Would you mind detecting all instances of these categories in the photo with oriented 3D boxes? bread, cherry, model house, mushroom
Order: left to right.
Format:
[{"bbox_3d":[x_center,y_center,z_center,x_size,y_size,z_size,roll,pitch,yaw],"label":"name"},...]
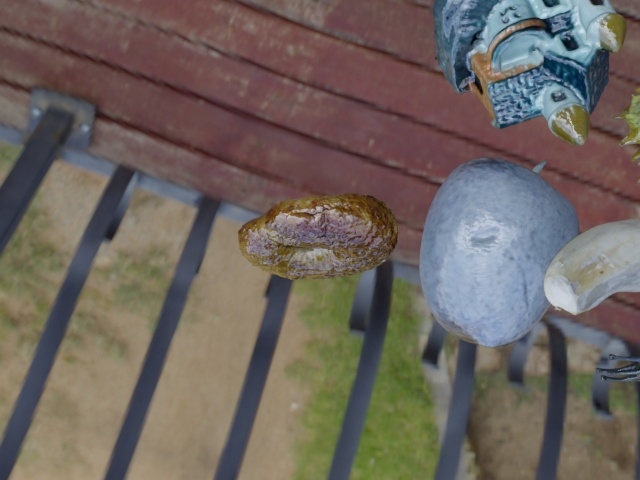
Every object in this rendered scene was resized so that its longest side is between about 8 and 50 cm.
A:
[{"bbox_3d":[0.000,0.000,1.480,0.193,0.063,0.193,-5,162,-2],"label":"bread"},{"bbox_3d":[0.256,0.009,1.894,0.218,0.296,0.255,16,162,15],"label":"cherry"},{"bbox_3d":[0.326,-0.260,1.891,0.253,0.291,0.184,-19,144,-5],"label":"model house"},{"bbox_3d":[0.438,0.026,1.682,0.351,0.122,0.095,-6,154,-22],"label":"mushroom"}]

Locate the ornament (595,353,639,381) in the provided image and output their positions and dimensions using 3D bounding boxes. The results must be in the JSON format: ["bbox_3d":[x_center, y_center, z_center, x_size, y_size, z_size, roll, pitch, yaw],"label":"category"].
[{"bbox_3d":[0.374,0.140,1.455,0.125,0.028,0.073,-3,162,0],"label":"ornament"}]

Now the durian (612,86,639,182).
[{"bbox_3d":[0.244,-0.034,0.714,0.139,0.252,0.144,-20,95,43],"label":"durian"}]
